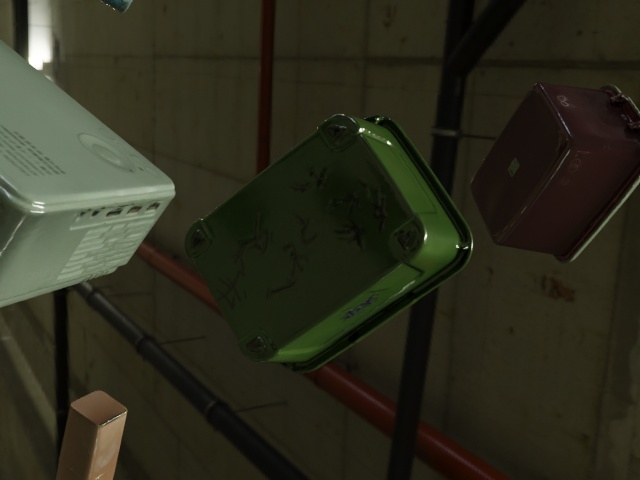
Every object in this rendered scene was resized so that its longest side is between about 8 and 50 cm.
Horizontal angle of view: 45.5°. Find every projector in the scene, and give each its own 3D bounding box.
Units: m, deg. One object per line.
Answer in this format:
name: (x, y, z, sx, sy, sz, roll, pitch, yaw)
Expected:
projector: (-0.244, -0.070, 0.483, 0.256, 0.192, 0.099, 39, -78, 6)

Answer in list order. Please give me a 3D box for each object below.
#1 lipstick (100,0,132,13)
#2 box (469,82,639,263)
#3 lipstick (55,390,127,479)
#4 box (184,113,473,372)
lipstick: (-0.333, -0.375, 1.052, 0.048, 0.157, 0.048, -31, -135, 38)
box: (0.388, -0.115, 1.271, 0.294, 0.167, 0.193, 115, -30, -42)
lipstick: (-0.234, 0.225, 0.765, 0.045, 0.045, 0.146, 28, -65, 24)
box: (0.000, 0.000, 0.990, 0.328, 0.177, 0.253, -37, -107, 14)
